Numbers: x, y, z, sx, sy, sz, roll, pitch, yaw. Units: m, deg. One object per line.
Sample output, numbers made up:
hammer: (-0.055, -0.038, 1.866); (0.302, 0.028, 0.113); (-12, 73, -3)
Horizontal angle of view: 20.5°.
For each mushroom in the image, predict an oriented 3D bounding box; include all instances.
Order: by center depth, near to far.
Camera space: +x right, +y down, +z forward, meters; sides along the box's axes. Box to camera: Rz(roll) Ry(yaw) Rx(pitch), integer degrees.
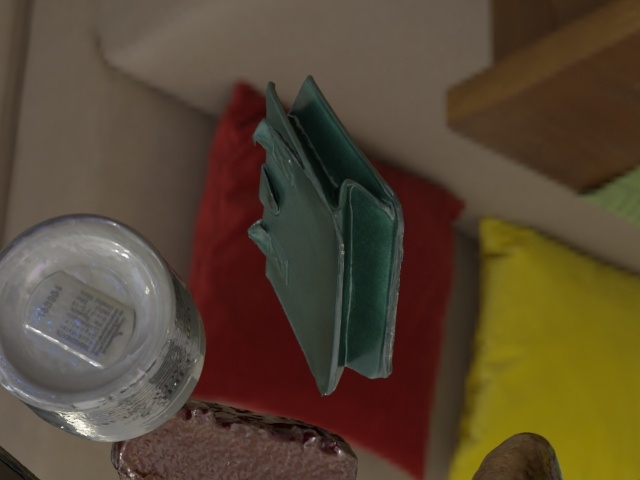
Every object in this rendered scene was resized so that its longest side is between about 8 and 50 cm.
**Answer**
mushroom: (0.245, 0.386, 2.274); (0.146, 0.278, 0.278); (5, 156, 24)

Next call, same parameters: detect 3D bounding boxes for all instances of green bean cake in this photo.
green bean cake: (-0.092, 0.219, 1.807); (0.233, 0.097, 0.198); (13, 177, -10)

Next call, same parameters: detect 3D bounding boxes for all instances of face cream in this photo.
face cream: (-0.198, 0.078, 1.541); (0.177, 0.177, 0.153); (-1, 164, 7)

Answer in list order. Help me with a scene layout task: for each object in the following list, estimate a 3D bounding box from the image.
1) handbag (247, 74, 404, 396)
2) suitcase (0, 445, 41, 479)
handbag: (0.000, 0.001, 1.990); (0.089, 0.238, 0.326); (-19, 141, -17)
suitcase: (-0.541, 0.399, 2.460); (0.283, 0.434, 0.194); (-60, 164, 24)
